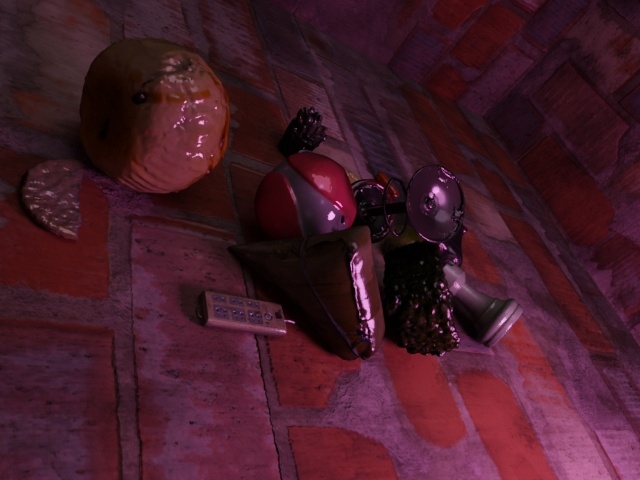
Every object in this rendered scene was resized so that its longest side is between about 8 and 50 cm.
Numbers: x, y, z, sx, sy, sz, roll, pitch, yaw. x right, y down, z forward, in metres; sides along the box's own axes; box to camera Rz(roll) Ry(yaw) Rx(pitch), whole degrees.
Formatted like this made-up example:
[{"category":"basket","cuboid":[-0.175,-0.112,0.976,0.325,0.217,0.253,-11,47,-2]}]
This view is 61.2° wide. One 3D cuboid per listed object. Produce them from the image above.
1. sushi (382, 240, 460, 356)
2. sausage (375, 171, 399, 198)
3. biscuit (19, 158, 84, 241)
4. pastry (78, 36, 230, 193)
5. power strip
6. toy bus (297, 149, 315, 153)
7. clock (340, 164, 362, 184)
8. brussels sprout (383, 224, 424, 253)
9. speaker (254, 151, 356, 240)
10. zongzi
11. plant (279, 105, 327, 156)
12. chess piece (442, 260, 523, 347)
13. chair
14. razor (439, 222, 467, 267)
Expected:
[{"category":"sushi","cuboid":[0.299,0.179,1.589,0.351,0.178,0.293,-74,147,-61]},{"category":"sausage","cuboid":[0.276,-0.226,2.230,0.039,0.041,0.131,-8,58,-55]},{"category":"biscuit","cuboid":[-0.602,-0.108,1.215,0.133,0.032,0.249,16,42,-35]},{"category":"pastry","cuboid":[-0.392,-0.301,1.338,0.388,0.388,0.313,53,27,15]},{"category":"power strip","cuboid":[-0.173,0.184,1.321,0.268,0.034,0.092,15,42,-34]},{"category":"toy bus","cuboid":[-0.011,-0.175,1.808,0.121,0.120,0.265,-8,59,-51]},{"category":"clock","cuboid":[0.086,-0.172,1.951,0.170,0.069,0.231,32,35,-15]},{"category":"brussels sprout","cuboid":[0.312,0.030,1.892,0.181,0.143,0.161,23,53,11]},{"category":"speaker","cuboid":[-0.047,-0.100,1.541,0.294,0.294,0.294,27,36,-22]},{"category":"zongzi","cuboid":[-0.030,0.152,1.434,0.174,0.393,0.355,-49,129,-61]},{"category":"plant","cuboid":[-0.054,-0.379,1.929,0.132,0.194,0.129,41,38,-1]},{"category":"chess piece","cuboid":[0.533,0.210,1.895,0.299,0.194,0.195,42,32,16]},{"category":"chair","cuboid":[0.218,-0.096,1.655,0.227,0.401,0.226,1,88,-31]},{"category":"razor","cuboid":[0.477,-0.014,2.130,0.204,0.113,0.349,40,31,-5]}]
